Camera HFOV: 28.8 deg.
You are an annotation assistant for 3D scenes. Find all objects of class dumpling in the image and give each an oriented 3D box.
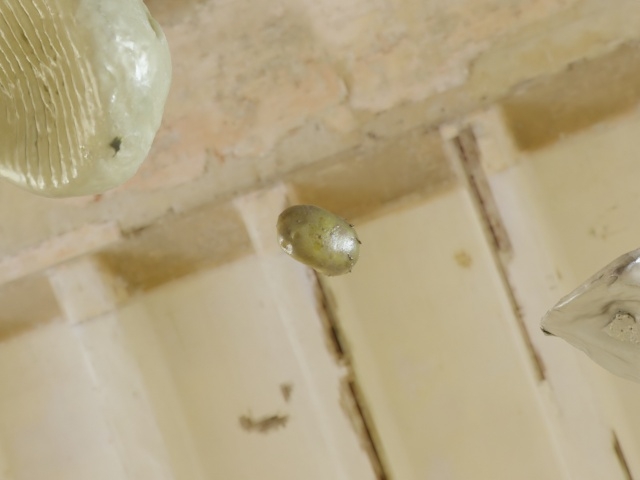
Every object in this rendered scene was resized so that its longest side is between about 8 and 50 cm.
[{"bbox_3d":[0.370,0.089,1.303,0.341,0.181,0.260,-16,170,-38],"label":"dumpling"}]

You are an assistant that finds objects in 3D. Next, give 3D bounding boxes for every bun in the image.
[{"bbox_3d":[-0.246,-0.174,1.187,0.259,0.259,0.160,-19,-174,35],"label":"bun"}]

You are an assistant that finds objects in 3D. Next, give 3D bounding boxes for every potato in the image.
[{"bbox_3d":[0.000,0.000,1.821,0.138,0.091,0.070,27,160,-28],"label":"potato"}]
